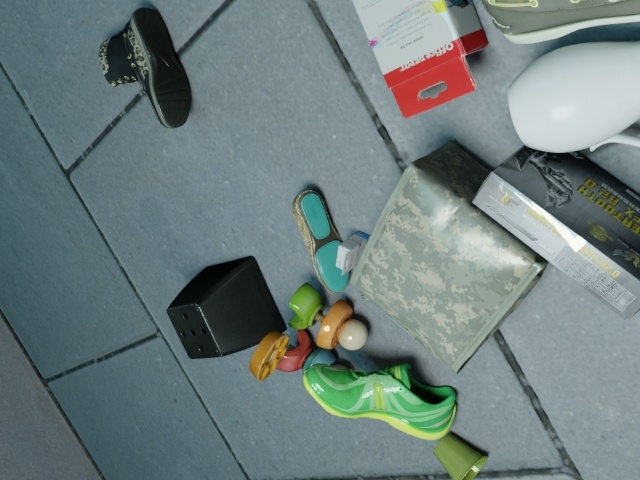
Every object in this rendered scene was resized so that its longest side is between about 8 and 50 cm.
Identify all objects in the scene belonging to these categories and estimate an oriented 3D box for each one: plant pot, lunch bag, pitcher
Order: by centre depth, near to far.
[{"bbox_3d":[0.351,-0.162,0.776,0.207,0.125,0.178,-15,119,33],"label":"pitcher"},{"bbox_3d":[0.194,0.039,0.981,0.235,0.169,0.287,40,129,16],"label":"lunch bag"},{"bbox_3d":[0.257,0.411,1.209,0.079,0.083,0.083,40,135,32],"label":"plant pot"},{"bbox_3d":[-0.222,0.162,1.412,0.187,0.167,0.188,-13,103,44],"label":"plant pot"}]

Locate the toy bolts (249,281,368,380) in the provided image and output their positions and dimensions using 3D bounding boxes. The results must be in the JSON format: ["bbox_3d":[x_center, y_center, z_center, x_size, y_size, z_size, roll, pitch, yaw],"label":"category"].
[{"bbox_3d":[-0.014,0.237,1.268,0.158,0.218,0.228,28,148,18],"label":"toy bolts"}]

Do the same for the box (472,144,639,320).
[{"bbox_3d":[0.332,-0.031,0.810,0.231,0.183,0.056,41,134,17],"label":"box"}]

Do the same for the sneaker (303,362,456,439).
[{"bbox_3d":[0.113,0.272,1.189,0.295,0.109,0.124,16,113,-7],"label":"sneaker"}]

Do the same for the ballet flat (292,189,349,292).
[{"bbox_3d":[0.000,0.000,1.211,0.067,0.073,0.206,16,125,67],"label":"ballet flat"}]

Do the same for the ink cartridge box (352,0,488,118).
[{"bbox_3d":[0.139,-0.305,0.895,0.134,0.078,0.231,-15,103,45],"label":"ink cartridge box"}]

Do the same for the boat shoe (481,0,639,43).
[{"bbox_3d":[0.321,-0.302,0.705,0.305,0.091,0.109,-5,67,44],"label":"boat shoe"}]

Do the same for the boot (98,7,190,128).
[{"bbox_3d":[-0.363,-0.332,1.312,0.178,0.085,0.236,-8,102,45],"label":"boot"}]

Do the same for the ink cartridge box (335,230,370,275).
[{"bbox_3d":[0.055,0.023,1.151,0.028,0.083,0.048,26,128,27],"label":"ink cartridge box"}]
